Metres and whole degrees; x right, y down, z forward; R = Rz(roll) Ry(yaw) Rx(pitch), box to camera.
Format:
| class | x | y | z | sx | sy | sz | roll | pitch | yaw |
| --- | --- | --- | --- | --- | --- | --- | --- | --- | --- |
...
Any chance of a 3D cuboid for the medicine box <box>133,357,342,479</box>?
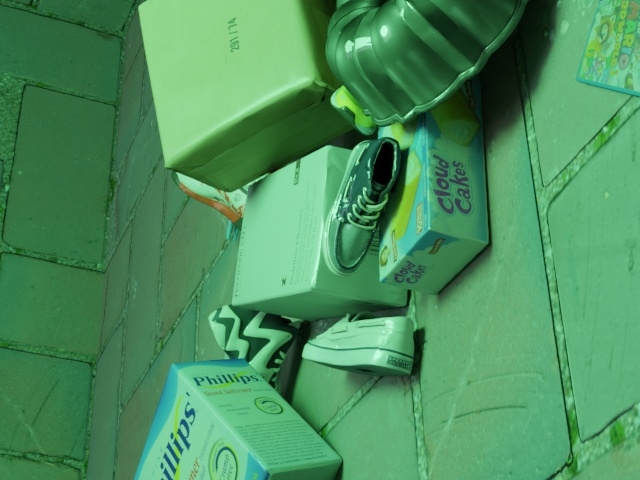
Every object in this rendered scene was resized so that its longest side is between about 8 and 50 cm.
| class | x | y | z | sx | sy | sz | roll | pitch | yaw |
| --- | --- | --- | --- | --- | --- | --- | --- | --- | --- |
| medicine box | -0.139 | 0.369 | 1.986 | 0.289 | 0.149 | 0.264 | 40 | 118 | 42 |

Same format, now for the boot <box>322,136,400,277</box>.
| class | x | y | z | sx | sy | sz | roll | pitch | yaw |
| --- | --- | --- | --- | --- | --- | --- | --- | --- | --- |
| boot | 0.054 | -0.045 | 1.688 | 0.086 | 0.069 | 0.190 | 169 | 114 | -73 |

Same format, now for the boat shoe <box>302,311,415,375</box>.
| class | x | y | z | sx | sy | sz | roll | pitch | yaw |
| --- | --- | --- | --- | --- | --- | --- | --- | --- | --- |
| boat shoe | 0.060 | 0.143 | 1.818 | 0.258 | 0.095 | 0.084 | -4 | 70 | 59 |

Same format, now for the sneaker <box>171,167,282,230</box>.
| class | x | y | z | sx | sy | sz | roll | pitch | yaw |
| --- | --- | --- | --- | --- | --- | --- | --- | --- | --- |
| sneaker | -0.170 | -0.126 | 2.485 | 0.270 | 0.090 | 0.145 | 34 | 111 | 35 |

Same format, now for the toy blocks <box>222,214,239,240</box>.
| class | x | y | z | sx | sy | sz | roll | pitch | yaw |
| --- | --- | --- | --- | --- | --- | --- | --- | --- | --- |
| toy blocks | -0.157 | -0.070 | 2.587 | 0.123 | 0.054 | 0.148 | -165 | 86 | -69 |

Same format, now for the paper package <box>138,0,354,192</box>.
| class | x | y | z | sx | sy | sz | roll | pitch | yaw |
| --- | --- | --- | --- | --- | --- | --- | --- | --- | --- |
| paper package | -0.111 | -0.282 | 2.026 | 0.309 | 0.168 | 0.325 | -26 | 60 | 24 |

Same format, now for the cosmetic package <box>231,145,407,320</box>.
| class | x | y | z | sx | sy | sz | roll | pitch | yaw |
| --- | --- | --- | --- | --- | --- | --- | --- | --- | --- |
| cosmetic package | 0.000 | 0.000 | 1.952 | 0.385 | 0.156 | 0.217 | 160 | 118 | -67 |

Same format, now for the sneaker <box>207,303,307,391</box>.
| class | x | y | z | sx | sy | sz | roll | pitch | yaw |
| --- | --- | --- | --- | --- | --- | --- | --- | --- | --- |
| sneaker | -0.075 | 0.197 | 2.150 | 0.235 | 0.153 | 0.094 | 65 | 174 | -2 |

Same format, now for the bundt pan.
| class | x | y | z | sx | sy | sz | roll | pitch | yaw |
| --- | --- | --- | --- | --- | --- | --- | --- | --- | --- |
| bundt pan | 0.128 | -0.314 | 1.663 | 0.331 | 0.124 | 0.331 | -42 | 25 | 25 |

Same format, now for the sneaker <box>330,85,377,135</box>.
| class | x | y | z | sx | sy | sz | roll | pitch | yaw |
| --- | --- | --- | --- | --- | --- | --- | --- | --- | --- |
| sneaker | 0.088 | -0.220 | 1.850 | 0.094 | 0.081 | 0.208 | -45 | -4 | 33 |

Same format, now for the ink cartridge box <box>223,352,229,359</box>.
| class | x | y | z | sx | sy | sz | roll | pitch | yaw |
| --- | --- | --- | --- | --- | --- | --- | --- | --- | --- |
| ink cartridge box | -0.124 | 0.239 | 2.292 | 0.180 | 0.060 | 0.104 | 158 | 123 | -67 |

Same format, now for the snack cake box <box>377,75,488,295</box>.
| class | x | y | z | sx | sy | sz | roll | pitch | yaw |
| --- | --- | --- | --- | --- | --- | --- | --- | --- | --- |
| snack cake box | 0.145 | -0.082 | 1.700 | 0.152 | 0.089 | 0.264 | 131 | 147 | -52 |

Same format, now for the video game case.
| class | x | y | z | sx | sy | sz | roll | pitch | yaw |
| --- | --- | --- | --- | --- | --- | --- | --- | --- | --- |
| video game case | 0.332 | -0.217 | 1.369 | 0.166 | 0.015 | 0.119 | -141 | 65 | -68 |
